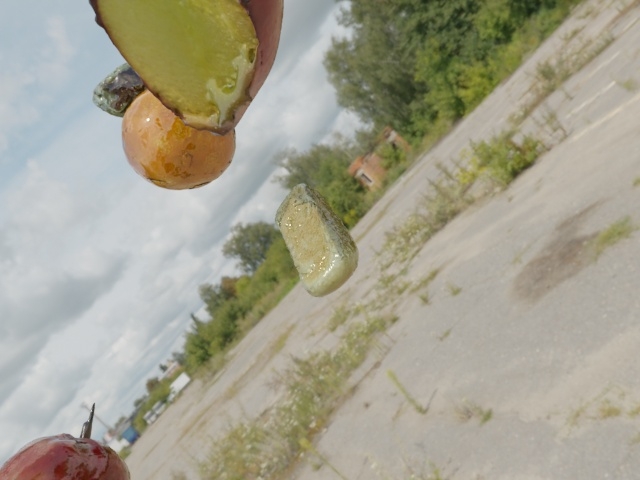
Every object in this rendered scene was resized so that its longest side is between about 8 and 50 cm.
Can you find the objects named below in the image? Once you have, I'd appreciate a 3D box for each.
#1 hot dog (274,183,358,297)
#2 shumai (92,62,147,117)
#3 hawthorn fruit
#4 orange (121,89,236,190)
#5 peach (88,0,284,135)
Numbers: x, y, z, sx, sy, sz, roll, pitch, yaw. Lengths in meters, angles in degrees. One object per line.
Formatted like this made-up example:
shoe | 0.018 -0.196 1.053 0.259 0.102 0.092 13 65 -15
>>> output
hot dog | 0.000 0.000 0.861 0.084 0.073 0.242 -54 31 16
shumai | -0.456 -0.378 1.409 0.184 0.184 0.142 -47 -10 -48
hawthorn fruit | -0.448 0.425 1.008 0.254 0.254 0.300 134 149 -65
orange | -0.307 -0.224 1.289 0.246 0.246 0.246 -46 0 0
peach | -0.159 -0.330 0.839 0.362 0.257 0.201 78 -151 -51
